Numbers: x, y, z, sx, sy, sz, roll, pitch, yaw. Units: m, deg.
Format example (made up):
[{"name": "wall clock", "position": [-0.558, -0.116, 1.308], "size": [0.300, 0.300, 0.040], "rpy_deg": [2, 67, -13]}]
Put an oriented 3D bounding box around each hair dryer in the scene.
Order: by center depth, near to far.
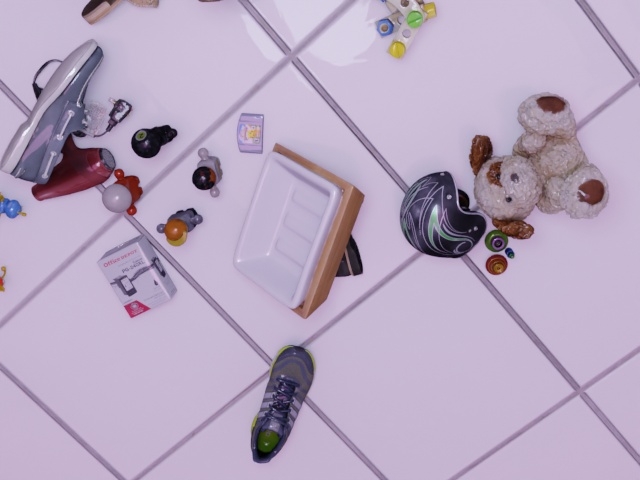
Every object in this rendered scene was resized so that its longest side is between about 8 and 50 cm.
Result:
[{"name": "hair dryer", "position": [-0.528, -0.209, 1.494], "size": [0.223, 0.080, 0.294], "rpy_deg": [29, 101, 10]}]

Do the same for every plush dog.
[{"name": "plush dog", "position": [0.413, -0.127, 1.403], "size": [0.225, 0.210, 0.263], "rpy_deg": [-23, 78, 9]}]

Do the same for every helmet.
[{"name": "helmet", "position": [0.242, -0.053, 1.447], "size": [0.161, 0.169, 0.169], "rpy_deg": [28, 107, -23]}]

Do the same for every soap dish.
[{"name": "soap dish", "position": [-0.045, -0.023, 1.445], "size": [0.229, 0.118, 0.291], "rpy_deg": [32, 112, 36]}]

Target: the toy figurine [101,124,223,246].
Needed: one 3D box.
[{"name": "toy figurine", "position": [-0.319, -0.117, 1.458], "size": [0.209, 0.148, 0.213], "rpy_deg": [33, 105, -7]}]

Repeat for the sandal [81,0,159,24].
[{"name": "sandal", "position": [-0.358, -0.489, 1.400], "size": [0.240, 0.088, 0.079], "rpy_deg": [-29, 135, 17]}]

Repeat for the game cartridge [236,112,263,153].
[{"name": "game cartridge", "position": [-0.148, -0.225, 1.488], "size": [0.056, 0.017, 0.083], "rpy_deg": [5, 107, 5]}]

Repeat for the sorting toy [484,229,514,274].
[{"name": "sorting toy", "position": [0.388, 0.030, 1.526], "size": [0.061, 0.042, 0.102], "rpy_deg": [-3, 106, 3]}]

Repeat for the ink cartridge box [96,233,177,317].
[{"name": "ink cartridge box", "position": [-0.406, 0.078, 1.565], "size": [0.109, 0.063, 0.150], "rpy_deg": [-26, 104, 10]}]

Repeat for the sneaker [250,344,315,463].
[{"name": "sneaker", "position": [-0.087, 0.380, 1.611], "size": [0.111, 0.121, 0.300], "rpy_deg": [16, 107, -3]}]

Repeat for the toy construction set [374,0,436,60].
[{"name": "toy construction set", "position": [0.214, -0.513, 1.313], "size": [0.327, 0.151, 0.215], "rpy_deg": [-34, 103, 12]}]

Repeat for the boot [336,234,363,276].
[{"name": "boot", "position": [0.000, 0.000, 1.522], "size": [0.137, 0.077, 0.198], "rpy_deg": [-15, 105, 12]}]

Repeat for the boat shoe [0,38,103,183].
[{"name": "boat shoe", "position": [-0.516, -0.252, 1.414], "size": [0.099, 0.116, 0.319], "rpy_deg": [32, 97, -34]}]

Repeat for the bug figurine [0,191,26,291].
[{"name": "bug figurine", "position": [-0.762, -0.015, 1.549], "size": [0.216, 0.072, 0.279], "rpy_deg": [25, 111, 2]}]
